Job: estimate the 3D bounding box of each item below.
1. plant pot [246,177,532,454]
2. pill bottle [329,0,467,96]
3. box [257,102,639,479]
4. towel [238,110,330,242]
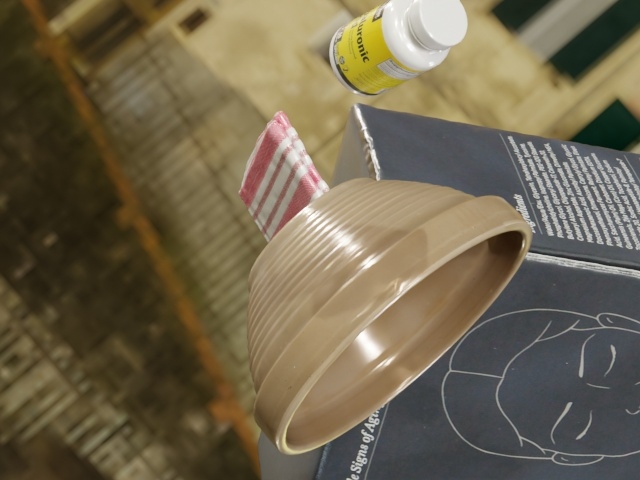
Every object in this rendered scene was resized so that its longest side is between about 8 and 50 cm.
[{"bbox_3d":[0.027,0.033,1.393,0.110,0.237,0.237,48,-12,16],"label":"plant pot"},{"bbox_3d":[0.064,-0.161,1.584,0.065,0.065,0.116,52,-36,-12],"label":"pill bottle"},{"bbox_3d":[0.217,0.154,2.154,0.297,0.471,0.480,-104,-153,-58],"label":"box"},{"bbox_3d":[0.000,0.000,1.662,0.197,0.029,0.144,58,-22,12],"label":"towel"}]
